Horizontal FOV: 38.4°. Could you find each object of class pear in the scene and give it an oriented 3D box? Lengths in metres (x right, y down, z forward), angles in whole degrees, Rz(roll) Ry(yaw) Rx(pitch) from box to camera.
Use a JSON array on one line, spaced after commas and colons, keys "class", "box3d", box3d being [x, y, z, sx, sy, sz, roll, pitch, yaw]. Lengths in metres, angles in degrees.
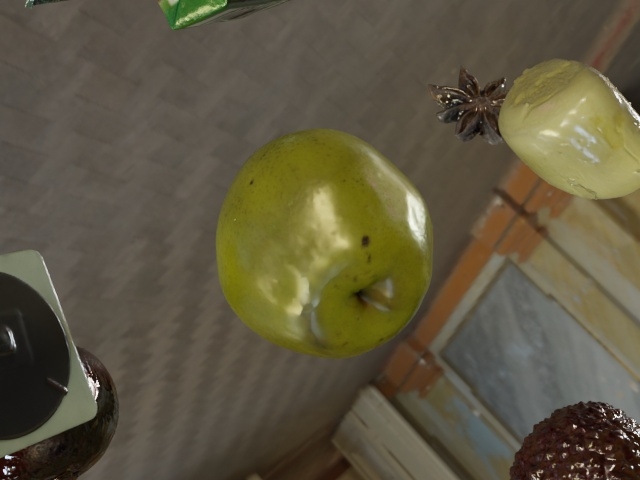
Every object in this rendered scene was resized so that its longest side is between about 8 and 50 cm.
[{"class": "pear", "box3d": [0.000, 0.000, 1.141, 0.294, 0.294, 0.294, -38, 161, -16]}]

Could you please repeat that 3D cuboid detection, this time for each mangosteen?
[{"class": "mangosteen", "box3d": [-0.491, 0.284, 1.566, 0.297, 0.293, 0.297, -3, 165, -1]}]

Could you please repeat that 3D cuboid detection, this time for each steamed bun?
[{"class": "steamed bun", "box3d": [0.404, -0.160, 1.459, 0.166, 0.232, 0.273, -42, -159, 4]}]

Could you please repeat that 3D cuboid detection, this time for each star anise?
[{"class": "star anise", "box3d": [0.338, -0.258, 1.842, 0.230, 0.262, 0.081, -48, 151, -42]}]

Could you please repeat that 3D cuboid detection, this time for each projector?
[{"class": "projector", "box3d": [-0.447, 0.158, 1.216, 0.079, 0.259, 0.257, -25, 175, 35]}]

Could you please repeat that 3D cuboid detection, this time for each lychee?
[{"class": "lychee", "box3d": [0.453, 0.386, 1.492, 0.300, 0.264, 0.264, -27, 167, 18]}]

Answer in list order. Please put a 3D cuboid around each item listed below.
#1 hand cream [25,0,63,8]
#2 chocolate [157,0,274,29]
[{"class": "hand cream", "box3d": [-0.428, -0.482, 1.684, 0.248, 0.052, 0.075, -35, 142, -46]}, {"class": "chocolate", "box3d": [-0.212, -0.576, 1.720, 0.161, 0.341, 0.360, -26, -174, 30]}]
